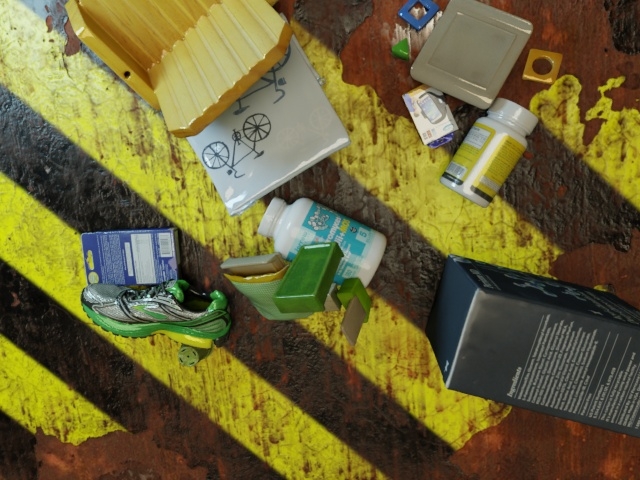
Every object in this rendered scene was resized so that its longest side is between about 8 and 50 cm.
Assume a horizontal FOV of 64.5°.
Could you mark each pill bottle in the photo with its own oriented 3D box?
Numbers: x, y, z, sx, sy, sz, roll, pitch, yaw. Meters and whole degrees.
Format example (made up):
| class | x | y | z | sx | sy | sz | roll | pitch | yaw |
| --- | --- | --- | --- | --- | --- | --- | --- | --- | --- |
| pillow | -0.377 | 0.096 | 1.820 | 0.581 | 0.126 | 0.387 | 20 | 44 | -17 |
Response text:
| class | x | y | z | sx | sy | sz | roll | pitch | yaw |
| --- | --- | --- | --- | --- | --- | --- | --- | --- | --- |
| pill bottle | 0.355 | -0.184 | 1.069 | 0.119 | 0.119 | 0.208 | 30 | 102 | -2 |
| pill bottle | 0.000 | 0.000 | 1.116 | 0.264 | 0.146 | 0.146 | 25 | 102 | -1 |

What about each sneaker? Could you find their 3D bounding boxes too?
| class | x | y | z | sx | sy | sz | roll | pitch | yaw |
| --- | --- | --- | --- | --- | --- | --- | --- | --- | --- |
| sneaker | -0.373 | 0.140 | 1.170 | 0.344 | 0.134 | 0.146 | 9 | 119 | -6 |

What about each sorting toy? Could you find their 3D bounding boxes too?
| class | x | y | z | sx | sy | sz | roll | pitch | yaw |
| --- | --- | --- | --- | --- | --- | --- | --- | --- | --- |
| sorting toy | 0.309 | -0.383 | 1.043 | 0.348 | 0.047 | 0.195 | 29 | 89 | 14 |

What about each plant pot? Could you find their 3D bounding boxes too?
| class | x | y | z | sx | sy | sz | roll | pitch | yaw |
| --- | --- | --- | --- | --- | --- | --- | --- | --- | --- |
| plant pot | -0.308 | 0.265 | 1.226 | 0.084 | 0.079 | 0.083 | 1 | 101 | 3 |

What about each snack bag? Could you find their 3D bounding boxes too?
| class | x | y | z | sx | sy | sz | roll | pitch | yaw |
| --- | --- | --- | --- | --- | --- | --- | --- | --- | --- |
| snack bag | -0.135 | -0.269 | 1.092 | 0.323 | 0.037 | 0.342 | -31 | 83 | 8 |

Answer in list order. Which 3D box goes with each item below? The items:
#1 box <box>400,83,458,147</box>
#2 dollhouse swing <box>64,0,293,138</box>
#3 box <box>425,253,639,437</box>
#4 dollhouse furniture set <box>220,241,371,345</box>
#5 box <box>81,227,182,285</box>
| class | x | y | z | sx | sy | sz | roll | pitch | yaw |
| --- | --- | --- | --- | --- | --- | --- | --- | --- | --- |
| box | 0.241 | -0.272 | 1.105 | 0.081 | 0.028 | 0.136 | -26 | 97 | 8 |
| dollhouse swing | -0.273 | -0.425 | 0.949 | 0.347 | 0.304 | 0.315 | -38 | 123 | 11 |
| box | 0.451 | 0.198 | 1.051 | 0.396 | 0.293 | 0.211 | 13 | 102 | 1 |
| dollhouse furniture set | -0.075 | 0.135 | 1.064 | 0.302 | 0.151 | 0.197 | -7 | 129 | 30 |
| box | -0.449 | 0.040 | 1.211 | 0.226 | 0.036 | 0.136 | -2 | 101 | 2 |
